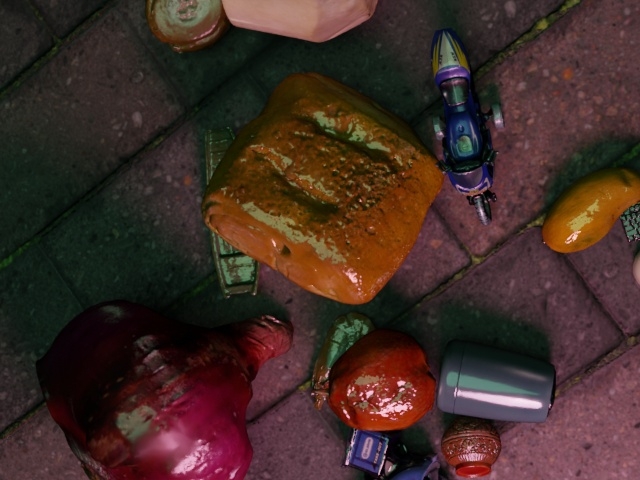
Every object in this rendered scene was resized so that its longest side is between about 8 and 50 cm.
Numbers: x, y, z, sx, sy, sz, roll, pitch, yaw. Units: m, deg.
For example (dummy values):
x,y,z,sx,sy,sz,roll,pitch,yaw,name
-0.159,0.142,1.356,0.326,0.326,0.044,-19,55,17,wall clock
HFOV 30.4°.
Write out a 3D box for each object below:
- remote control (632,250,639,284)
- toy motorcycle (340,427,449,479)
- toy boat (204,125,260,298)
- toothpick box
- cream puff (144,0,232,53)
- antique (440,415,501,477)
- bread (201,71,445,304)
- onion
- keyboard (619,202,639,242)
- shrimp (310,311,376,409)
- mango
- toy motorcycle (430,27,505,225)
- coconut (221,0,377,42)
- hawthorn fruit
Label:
x,y,z,sx,sy,sz,roll,pitch,yaw,name
0.579,0.101,1.862,0.078,0.042,0.221,-38,84,11,remote control
0.093,0.493,1.965,0.213,0.125,0.358,17,95,21,toy motorcycle
-0.148,-0.050,2.019,0.093,0.055,0.292,-7,92,14,toy boat
0.286,0.232,1.902,0.184,0.120,0.120,10,95,9,toothpick box
-0.217,-0.395,1.985,0.165,0.115,0.150,-11,97,4,cream puff
0.246,0.332,1.926,0.104,0.104,0.104,1,93,13,antique
0.016,-0.091,1.868,0.328,0.148,0.337,33,70,9,bread
-0.225,0.234,1.926,0.420,0.398,0.398,-37,84,-13,onion
0.575,-0.053,1.868,0.196,0.018,0.060,-19,91,14,keyboard
0.032,0.207,1.997,0.091,0.043,0.184,33,99,6,shrimp
0.431,-0.052,1.870,0.190,0.075,0.098,-38,80,14,mango
0.230,-0.177,1.864,0.113,0.169,0.315,-11,91,15,toy motorcycle
-0.046,-0.469,1.857,0.323,0.323,0.322,1,93,13,coconut
0.100,0.233,1.918,0.179,0.173,0.173,-41,84,2,hawthorn fruit
